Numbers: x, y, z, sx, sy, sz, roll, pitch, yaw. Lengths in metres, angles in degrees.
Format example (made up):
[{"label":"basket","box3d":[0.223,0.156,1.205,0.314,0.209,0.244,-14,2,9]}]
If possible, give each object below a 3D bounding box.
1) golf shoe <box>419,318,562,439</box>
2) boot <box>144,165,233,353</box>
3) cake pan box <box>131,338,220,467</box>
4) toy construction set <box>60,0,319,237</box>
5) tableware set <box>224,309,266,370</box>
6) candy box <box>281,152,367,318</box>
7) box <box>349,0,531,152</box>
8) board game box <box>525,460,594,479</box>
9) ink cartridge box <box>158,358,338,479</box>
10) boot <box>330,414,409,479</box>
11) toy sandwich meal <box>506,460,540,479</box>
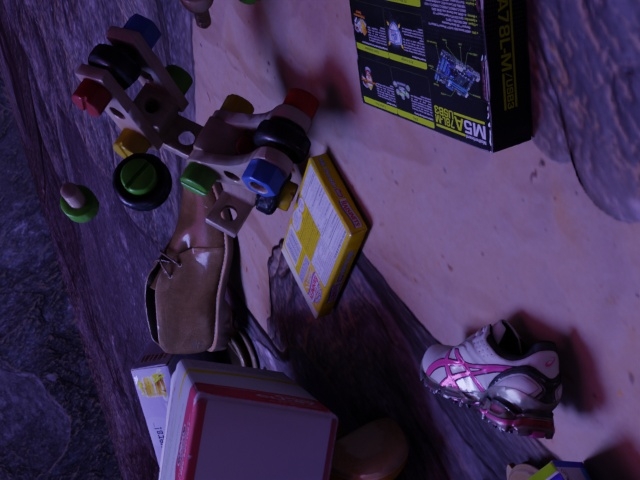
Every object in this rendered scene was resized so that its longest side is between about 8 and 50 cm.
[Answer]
[{"label":"golf shoe","box3d":[0.149,0.109,0.860,0.186,0.067,0.086,15,93,66]},{"label":"boot","box3d":[-0.200,0.029,1.484,0.112,0.115,0.305,-150,58,-60]},{"label":"cake pan box","box3d":[-0.220,0.259,1.661,0.267,0.070,0.245,-72,-27,-68]},{"label":"toy construction set","box3d":[-0.128,-0.147,1.109,0.237,0.257,0.308,86,-175,-74]},{"label":"tableware set","box3d":[-0.140,0.217,1.628,0.128,0.039,0.194,58,155,28]},{"label":"candy box","box3d":[0.000,0.000,1.141,0.105,0.027,0.206,61,156,22]},{"label":"box","box3d":[0.085,-0.179,0.777,0.191,0.045,0.184,32,139,55]},{"label":"board game box","box3d":[0.133,0.373,0.792,0.347,0.078,0.233,-44,59,17]},{"label":"ink cartridge box","box3d":[-0.109,0.303,1.201,0.385,0.160,0.279,178,101,-79]},{"label":"boot","box3d":[0.068,0.322,1.180,0.211,0.104,0.295,66,163,-4]},{"label":"toy sandwich meal","box3d":[0.197,0.231,0.881,0.085,0.029,0.085,40,140,45]}]
